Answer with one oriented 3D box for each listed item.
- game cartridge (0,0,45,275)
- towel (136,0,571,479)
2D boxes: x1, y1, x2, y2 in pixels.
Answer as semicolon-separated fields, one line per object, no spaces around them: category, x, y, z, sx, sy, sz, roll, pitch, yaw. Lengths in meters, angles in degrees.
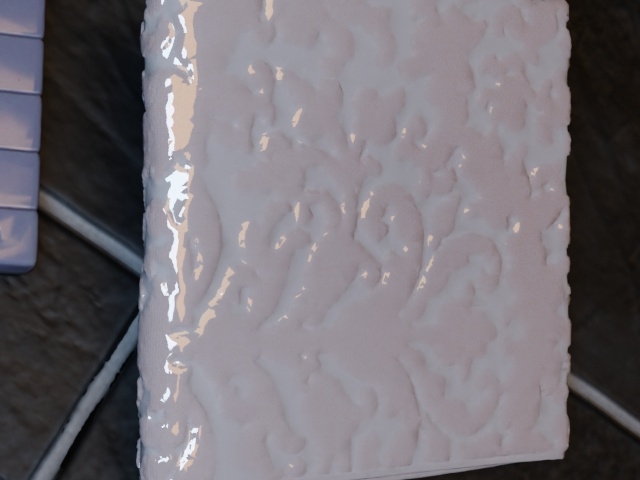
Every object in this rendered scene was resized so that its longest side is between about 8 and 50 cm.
game cartridge;-0.342;-0.104;0.955;0.355;0.068;0.230;4;83;-22
towel;0.028;-0.008;1.044;0.317;0.053;0.332;-1;92;-30
